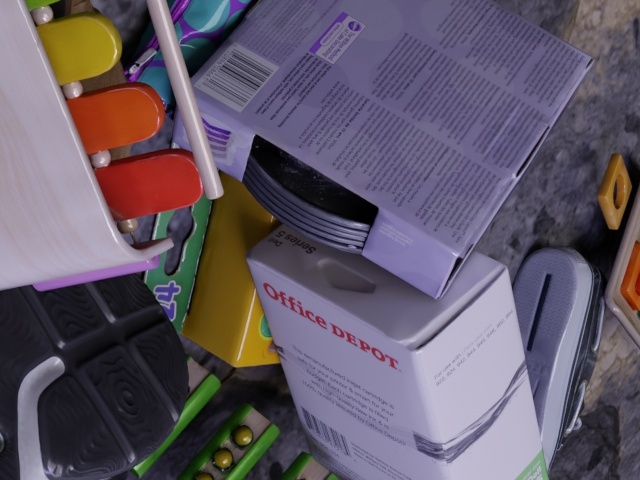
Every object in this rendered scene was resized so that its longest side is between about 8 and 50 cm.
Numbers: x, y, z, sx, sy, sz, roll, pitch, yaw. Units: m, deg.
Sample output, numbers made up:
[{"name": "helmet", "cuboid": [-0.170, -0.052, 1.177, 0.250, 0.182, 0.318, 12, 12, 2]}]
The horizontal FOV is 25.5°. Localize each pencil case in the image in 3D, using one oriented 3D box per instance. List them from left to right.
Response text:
[{"name": "pencil case", "cuboid": [-0.099, -0.168, 1.089, 0.152, 0.064, 0.070, -61, 154, -3]}]

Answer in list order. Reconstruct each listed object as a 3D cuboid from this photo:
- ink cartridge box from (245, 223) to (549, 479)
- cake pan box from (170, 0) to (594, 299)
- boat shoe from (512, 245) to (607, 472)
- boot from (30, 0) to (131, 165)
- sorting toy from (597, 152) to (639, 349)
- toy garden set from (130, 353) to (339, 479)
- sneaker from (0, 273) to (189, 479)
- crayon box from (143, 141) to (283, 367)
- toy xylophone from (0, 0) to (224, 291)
[{"name": "ink cartridge box", "cuboid": [0.068, 0.114, 1.175, 0.115, 0.198, 0.273, -39, 135, -26]}, {"name": "cake pan box", "cuboid": [0.051, -0.109, 1.098, 0.267, 0.246, 0.070, -54, 168, -36]}, {"name": "boat shoe", "cuboid": [0.249, 0.175, 1.575, 0.119, 0.121, 0.335, 16, 96, -44]}, {"name": "boot", "cuboid": [-0.197, -0.145, 0.997, 0.115, 0.112, 0.305, -48, 143, -52]}, {"name": "sorting toy", "cuboid": [0.392, 0.024, 1.648, 0.347, 0.047, 0.196, 42, 59, -53]}, {"name": "toy garden set", "cuboid": [-0.086, 0.239, 1.173, 0.204, 0.244, 0.049, -48, 171, -23]}, {"name": "sneaker", "cuboid": [-0.290, 0.165, 1.022, 0.169, 0.257, 0.447, 58, 30, -6]}, {"name": "crayon box", "cuboid": [0.000, 0.000, 1.262, 0.323, 0.083, 0.203, -1, 110, -45]}, {"name": "toy xylophone", "cuboid": [-0.177, -0.103, 0.897, 0.081, 0.236, 0.323, -62, 145, -61]}]
